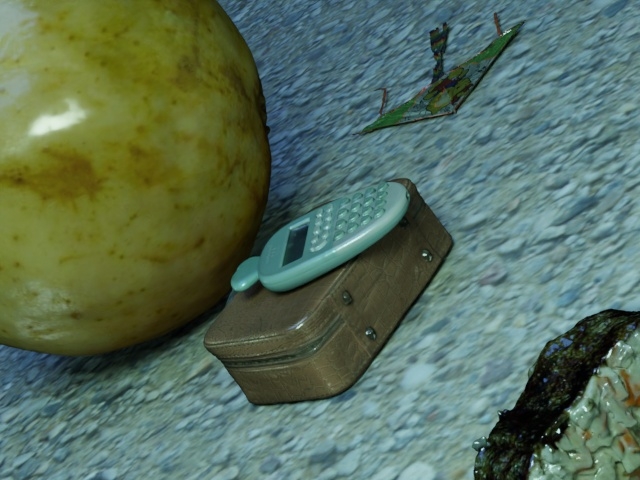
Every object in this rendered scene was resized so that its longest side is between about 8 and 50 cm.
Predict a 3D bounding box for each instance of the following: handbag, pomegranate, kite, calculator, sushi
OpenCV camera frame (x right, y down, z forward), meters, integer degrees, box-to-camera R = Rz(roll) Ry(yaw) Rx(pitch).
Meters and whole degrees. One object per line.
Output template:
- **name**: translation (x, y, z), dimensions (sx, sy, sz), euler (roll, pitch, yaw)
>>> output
- **handbag**: translation (0.003, 0.040, 1.534), dimensions (0.151, 0.072, 0.193), euler (-14, 31, 48)
- **pomegranate**: translation (-0.247, -0.078, 1.720), dimensions (0.410, 0.410, 0.410), euler (-32, 20, 13)
- **kite**: translation (0.112, -0.160, 1.898), dimensions (0.198, 0.006, 0.244), euler (-32, 20, 12)
- **calculator**: translation (0.000, 0.000, 1.494), dimensions (0.153, 0.021, 0.095), euler (-29, 20, 18)
- **sushi**: translation (0.158, 0.104, 1.108), dimensions (0.150, 0.090, 0.078), euler (-47, 19, -23)
